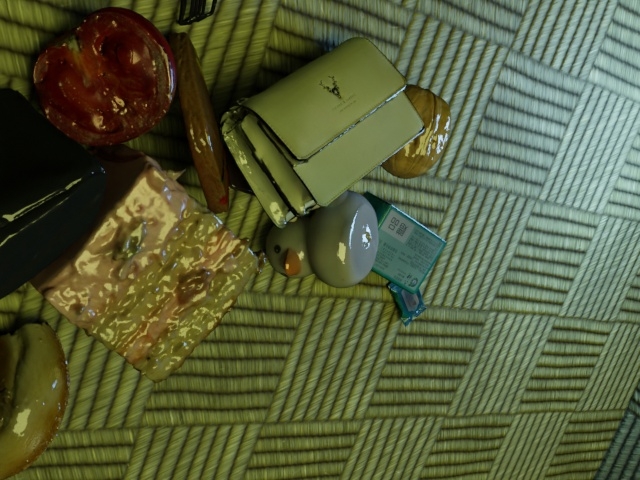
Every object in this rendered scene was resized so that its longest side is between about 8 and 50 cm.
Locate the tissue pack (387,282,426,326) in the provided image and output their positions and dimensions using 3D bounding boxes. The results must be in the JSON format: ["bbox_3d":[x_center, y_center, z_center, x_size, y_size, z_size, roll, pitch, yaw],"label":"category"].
[{"bbox_3d":[0.214,0.140,2.251,0.085,0.028,0.138,-37,127,-23],"label":"tissue pack"}]

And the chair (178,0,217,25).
[{"bbox_3d":[-0.220,-0.470,1.534,0.084,0.101,0.212,-25,164,-26],"label":"chair"}]

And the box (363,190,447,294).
[{"bbox_3d":[0.163,0.010,2.090,0.245,0.092,0.153,31,91,-46],"label":"box"}]

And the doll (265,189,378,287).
[{"bbox_3d":[0.000,0.000,1.896,0.251,0.221,0.221,-51,143,-48],"label":"doll"}]

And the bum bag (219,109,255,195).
[{"bbox_3d":[-0.145,-0.163,1.723,0.109,0.026,0.159,15,64,-50],"label":"bum bag"}]

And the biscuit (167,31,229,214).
[{"bbox_3d":[-0.207,-0.207,1.600,0.052,0.262,0.277,-12,148,-3],"label":"biscuit"}]

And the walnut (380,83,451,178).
[{"bbox_3d":[0.192,-0.231,1.939,0.165,0.165,0.197,5,110,-41],"label":"walnut"}]

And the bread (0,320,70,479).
[{"bbox_3d":[-0.540,0.306,1.597,0.171,0.192,0.314,37,87,-43],"label":"bread"}]

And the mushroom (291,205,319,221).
[{"bbox_3d":[-0.055,-0.100,1.807,0.154,0.154,0.122,-8,114,-37],"label":"mushroom"}]

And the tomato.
[{"bbox_3d":[-0.336,-0.269,1.482,0.233,0.139,0.200,-26,107,16],"label":"tomato"}]

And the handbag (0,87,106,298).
[{"bbox_3d":[-0.487,-0.068,1.379,0.275,0.302,0.177,-35,146,-31],"label":"handbag"}]

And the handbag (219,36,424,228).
[{"bbox_3d":[0.009,-0.216,1.699,0.358,0.160,0.236,-39,97,-40],"label":"handbag"}]

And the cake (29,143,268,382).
[{"bbox_3d":[-0.328,0.030,1.562,0.314,0.293,0.307,-54,131,-9],"label":"cake"}]
